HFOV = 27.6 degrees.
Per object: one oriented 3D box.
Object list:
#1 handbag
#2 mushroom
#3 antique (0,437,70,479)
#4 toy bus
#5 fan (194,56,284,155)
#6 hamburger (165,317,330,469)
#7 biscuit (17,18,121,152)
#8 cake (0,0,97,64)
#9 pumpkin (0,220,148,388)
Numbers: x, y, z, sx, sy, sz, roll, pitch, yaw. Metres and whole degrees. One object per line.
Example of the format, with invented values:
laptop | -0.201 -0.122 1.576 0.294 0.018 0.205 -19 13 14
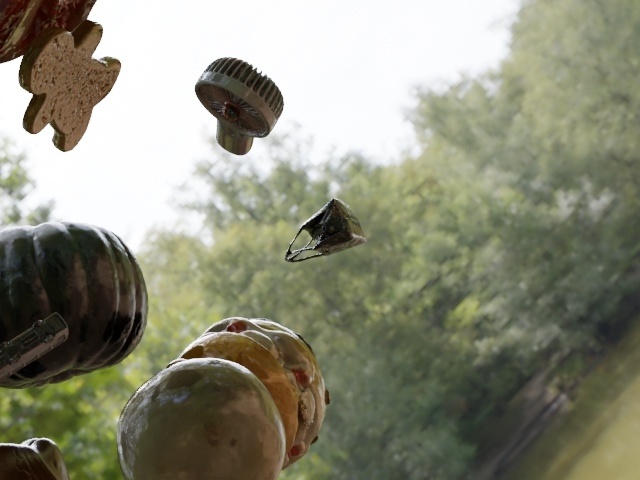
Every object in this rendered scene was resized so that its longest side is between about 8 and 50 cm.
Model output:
handbag | 0.000 0.000 2.215 0.139 0.072 0.115 -34 -14 10
mushroom | -0.145 0.235 1.584 0.204 0.204 0.204 -45 -9 -9
antique | -0.519 0.439 2.142 0.129 0.223 0.278 -18 23 26
toy bus | -0.433 0.159 1.922 0.130 0.037 0.052 -34 -23 -24
fan | -0.123 -0.188 1.944 0.074 0.130 0.244 -59 -5 -19
hamburger | -0.138 0.275 2.187 0.276 0.276 0.237 -50 -13 20
biscuit | -0.313 -0.195 1.581 0.158 0.035 0.240 -60 -12 -8
cake | -0.370 -0.363 1.484 0.309 0.230 0.237 -43 -3 40
pumpkin | -0.475 0.114 2.254 0.363 0.266 0.363 -13 -13 -3
